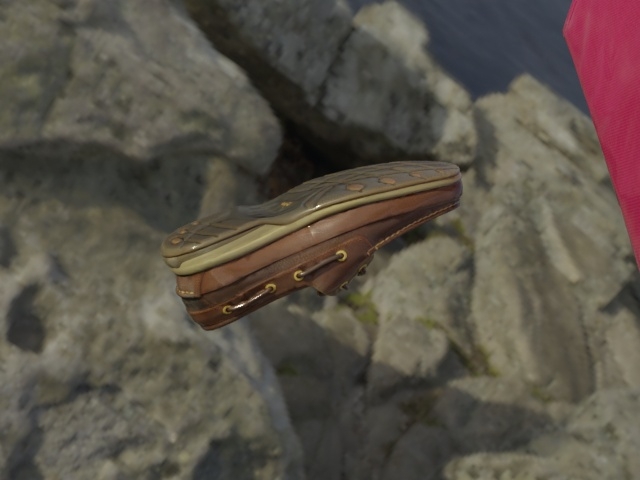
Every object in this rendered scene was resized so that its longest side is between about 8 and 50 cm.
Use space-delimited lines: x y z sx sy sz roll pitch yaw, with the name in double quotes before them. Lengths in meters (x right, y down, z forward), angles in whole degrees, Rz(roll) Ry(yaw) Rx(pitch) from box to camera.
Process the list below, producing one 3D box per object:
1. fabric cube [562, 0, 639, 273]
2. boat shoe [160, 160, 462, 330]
"fabric cube" 0.293 -0.115 0.615 0.254 0.259 0.258 11 39 -8
"boat shoe" 0.000 0.000 0.735 0.064 0.178 0.060 -138 -150 -70
